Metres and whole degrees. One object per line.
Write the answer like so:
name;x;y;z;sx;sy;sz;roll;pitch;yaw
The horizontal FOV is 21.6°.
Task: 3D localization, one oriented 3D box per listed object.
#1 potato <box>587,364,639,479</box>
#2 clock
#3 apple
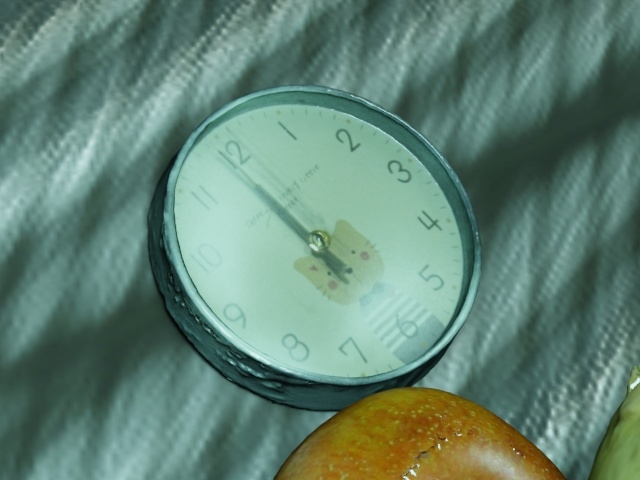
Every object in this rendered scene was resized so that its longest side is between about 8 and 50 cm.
potato;0.317;0.197;0.885;0.442;0.319;0.385;36;72;-34
clock;0.000;0.000;1.104;0.226;0.049;0.226;9;63;-17
apple;0.063;0.195;0.954;0.210;0.173;0.235;-13;68;-25
